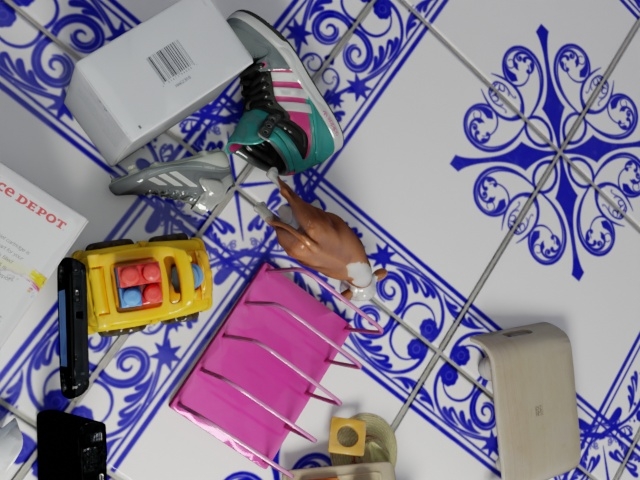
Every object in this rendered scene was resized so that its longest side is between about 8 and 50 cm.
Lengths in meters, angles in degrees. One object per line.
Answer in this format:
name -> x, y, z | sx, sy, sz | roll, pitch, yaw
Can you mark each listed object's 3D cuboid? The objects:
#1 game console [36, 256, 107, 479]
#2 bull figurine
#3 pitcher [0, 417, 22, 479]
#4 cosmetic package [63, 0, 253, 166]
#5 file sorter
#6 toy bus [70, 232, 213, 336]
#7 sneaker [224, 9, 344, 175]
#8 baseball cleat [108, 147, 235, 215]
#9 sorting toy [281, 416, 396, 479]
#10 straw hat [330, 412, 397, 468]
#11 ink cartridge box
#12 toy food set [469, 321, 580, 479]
game console -> -0.367, 0.207, 1.167 | 0.044, 0.213, 0.362 | 1, 83, -35
bull figurine -> 0.000, 0.000, 1.341 | 0.101, 0.310, 0.188 | -44, 63, 1
pitcher -> -0.547, 0.336, 1.140 | 0.207, 0.125, 0.178 | 8, 98, -33
cosmetic package -> -0.256, -0.243, 1.238 | 0.224, 0.224, 0.138 | -38, 98, -21
file sorter -> -0.065, 0.208, 1.308 | 0.202, 0.182, 0.291 | 38, 73, -16
toy bus -> -0.255, 0.061, 1.225 | 0.220, 0.211, 0.150 | -8, 88, -25
sneaker -> -0.105, -0.226, 1.360 | 0.178, 0.123, 0.296 | -44, 104, -30
baseball cleat -> -0.235, -0.085, 1.318 | 0.205, 0.072, 0.110 | -19, 93, -22
sorting toy -> 0.040, 0.453, 1.312 | 0.195, 0.047, 0.348 | -2, 61, -9
straw hat -> 0.092, 0.382, 1.427 | 0.144, 0.061, 0.145 | 1, 86, -22
ink cartridge box -> -0.493, 0.033, 1.133 | 0.198, 0.197, 0.270 | 35, 74, -16
toy food set -> 0.387, 0.323, 1.551 | 0.219, 0.092, 0.306 | -5, 89, -34
